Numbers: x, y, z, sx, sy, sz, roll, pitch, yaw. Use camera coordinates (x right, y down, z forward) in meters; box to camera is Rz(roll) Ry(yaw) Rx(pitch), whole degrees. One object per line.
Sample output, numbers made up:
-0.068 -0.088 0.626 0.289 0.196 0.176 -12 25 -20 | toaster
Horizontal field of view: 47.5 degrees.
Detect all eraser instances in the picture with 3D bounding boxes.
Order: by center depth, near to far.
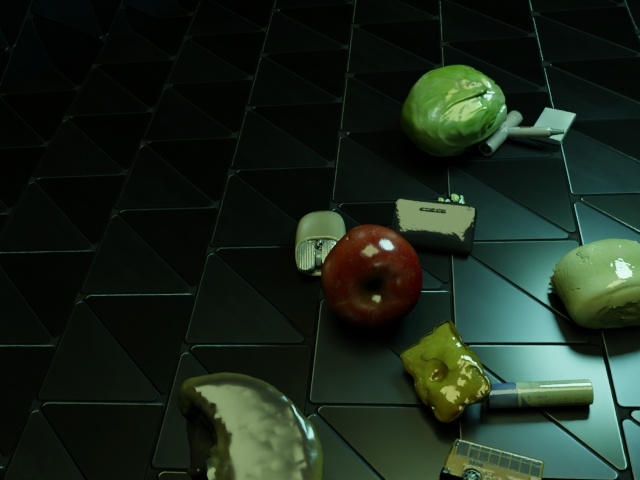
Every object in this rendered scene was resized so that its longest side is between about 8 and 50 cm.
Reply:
0.747 -0.368 2.339 0.104 0.023 0.150 19 53 27 | eraser

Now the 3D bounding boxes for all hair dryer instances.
0.636 -0.322 2.269 0.220 0.053 0.195 20 53 41 | hair dryer

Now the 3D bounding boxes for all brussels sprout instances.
0.407 -0.403 2.287 0.328 0.247 0.327 -7 61 12 | brussels sprout

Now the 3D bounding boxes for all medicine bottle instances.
0.497 0.350 1.657 0.231 0.059 0.059 -4 46 7 | medicine bottle

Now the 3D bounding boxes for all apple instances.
0.127 0.087 1.846 0.261 0.260 0.216 -11 21 -1 | apple

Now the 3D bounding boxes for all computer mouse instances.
0.000 0.000 2.073 0.145 0.082 0.236 -2 45 8 | computer mouse

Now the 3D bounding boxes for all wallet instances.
0.311 -0.045 2.048 0.250 0.044 0.149 9 81 17 | wallet

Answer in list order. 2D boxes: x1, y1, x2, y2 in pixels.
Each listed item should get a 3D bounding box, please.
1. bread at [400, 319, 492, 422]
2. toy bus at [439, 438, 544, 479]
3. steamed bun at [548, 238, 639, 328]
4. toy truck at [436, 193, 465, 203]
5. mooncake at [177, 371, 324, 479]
0.297 0.312 1.691 0.161 0.088 0.233 -42 37 14 | bread
0.357 0.491 1.517 0.201 0.098 0.114 11 48 19 | toy bus
0.718 0.092 1.795 0.273 0.166 0.232 -5 47 5 | steamed bun
0.367 -0.082 2.101 0.111 0.076 0.076 -16 65 -5 | toy truck
-0.189 0.502 1.497 0.393 0.246 0.394 30 57 23 | mooncake
